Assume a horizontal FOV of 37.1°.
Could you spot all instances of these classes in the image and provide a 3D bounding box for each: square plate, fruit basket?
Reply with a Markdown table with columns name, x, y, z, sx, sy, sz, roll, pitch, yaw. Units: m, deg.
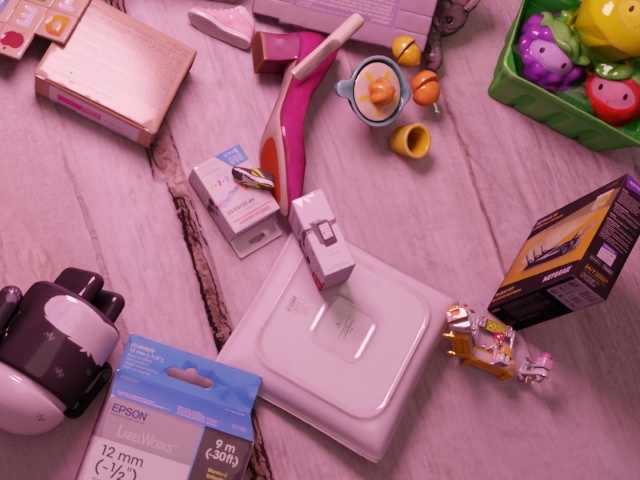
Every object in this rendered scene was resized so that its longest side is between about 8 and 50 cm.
| name | x | y | z | sx | sy | sz | roll | pitch | yaw |
| --- | --- | --- | --- | --- | --- | --- | --- | --- | --- |
| square plate | 0.038 | 0.167 | 1.725 | 0.344 | 0.049 | 0.347 | 30 | 69 | 1 |
| fruit basket | 0.566 | -0.383 | 1.921 | 0.392 | 0.392 | 0.283 | 25 | 68 | -10 |

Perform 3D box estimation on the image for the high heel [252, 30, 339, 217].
| name | x | y | z | sx | sy | sz | roll | pitch | yaw |
| --- | --- | --- | --- | --- | --- | --- | --- | --- | --- |
| high heel | -0.022 | -0.227 | 1.813 | 0.181 | 0.127 | 0.377 | 0 | 79 | -25 |

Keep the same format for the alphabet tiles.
| name | x | y | z | sx | sy | sz | roll | pitch | yaw |
| --- | --- | --- | --- | --- | --- | --- | --- | --- | --- |
| alphabet tiles | -0.539 | -0.486 | 1.720 | 0.285 | 0.011 | 0.342 | 20 | 68 | 8 |

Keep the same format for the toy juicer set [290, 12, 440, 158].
| name | x | y | z | sx | sy | sz | roll | pitch | yaw |
| --- | --- | --- | --- | --- | --- | --- | --- | --- | --- |
| toy juicer set | 0.121 | -0.317 | 1.822 | 0.329 | 0.089 | 0.209 | 32 | 79 | -33 |

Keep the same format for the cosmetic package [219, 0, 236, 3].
| name | x | y | z | sx | sy | sz | roll | pitch | yaw |
| --- | --- | --- | --- | --- | --- | --- | --- | --- | --- |
| cosmetic package | -0.260 | -0.537 | 1.817 | 0.238 | 0.127 | 0.107 | 6 | 73 | -15 |

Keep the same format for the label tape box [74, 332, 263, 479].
| name | x | y | z | sx | sy | sz | roll | pitch | yaw |
| --- | --- | --- | --- | --- | --- | --- | --- | --- | --- |
| label tape box | -0.251 | 0.349 | 1.555 | 0.249 | 0.115 | 0.347 | 21 | 76 | -11 |

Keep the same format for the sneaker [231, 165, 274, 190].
| name | x | y | z | sx | sy | sz | roll | pitch | yaw |
| --- | --- | --- | --- | --- | --- | --- | --- | --- | --- |
| sneaker | -0.122 | -0.118 | 1.729 | 0.083 | 0.031 | 0.035 | 23 | 52 | -18 |

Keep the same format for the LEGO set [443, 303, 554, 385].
| name | x | y | z | sx | sy | sz | roll | pitch | yaw |
| --- | --- | --- | --- | --- | --- | --- | --- | --- | --- |
| LEGO set | 0.311 | 0.172 | 1.799 | 0.287 | 0.132 | 0.107 | 34 | 59 | -31 |

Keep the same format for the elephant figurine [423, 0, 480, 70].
| name | x | y | z | sx | sy | sz | roll | pitch | yaw |
| --- | --- | --- | --- | --- | --- | --- | --- | --- | --- |
| elephant figurine | 0.259 | -0.507 | 1.986 | 0.239 | 0.186 | 0.169 | 59 | 23 | -7 |

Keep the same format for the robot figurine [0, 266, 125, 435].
| name | x | y | z | sx | sy | sz | roll | pitch | yaw |
| --- | --- | --- | --- | --- | --- | --- | --- | --- | --- |
| robot figurine | -0.438 | 0.176 | 1.527 | 0.209 | 0.173 | 0.278 | 33 | 67 | -4 |

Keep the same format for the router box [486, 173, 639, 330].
| name | x | y | z | sx | sy | sz | roll | pitch | yaw |
| --- | --- | --- | --- | --- | --- | --- | --- | --- | --- |
| router box | 0.468 | 0.030 | 1.796 | 0.081 | 0.309 | 0.243 | 38 | 66 | -6 |

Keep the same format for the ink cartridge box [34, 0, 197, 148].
| name | x | y | z | sx | sy | sz | roll | pitch | yaw |
| --- | --- | --- | --- | --- | --- | --- | --- | --- | --- |
| ink cartridge box | -0.372 | -0.308 | 1.732 | 0.235 | 0.088 | 0.193 | 27 | 69 | -9 |

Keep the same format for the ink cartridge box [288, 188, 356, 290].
| name | x | y | z | sx | sy | sz | roll | pitch | yaw |
| --- | --- | --- | --- | --- | --- | --- | --- | --- | --- |
| ink cartridge box | 0.000 | 0.000 | 1.690 | 0.063 | 0.109 | 0.150 | -21 | 75 | -12 |

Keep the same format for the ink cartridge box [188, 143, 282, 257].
| name | x | y | z | sx | sy | sz | roll | pitch | yaw |
| --- | --- | --- | --- | --- | --- | --- | --- | --- | --- |
| ink cartridge box | -0.149 | -0.072 | 1.752 | 0.104 | 0.061 | 0.181 | -32 | 86 | -24 |

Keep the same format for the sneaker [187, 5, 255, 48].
| name | x | y | z | sx | sy | sz | roll | pitch | yaw |
| --- | --- | --- | --- | --- | --- | --- | --- | --- | --- |
| sneaker | -0.188 | -0.431 | 1.852 | 0.134 | 0.051 | 0.070 | 24 | 67 | -14 |

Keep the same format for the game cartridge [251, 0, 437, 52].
| name | x | y | z | sx | sy | sz | roll | pitch | yaw |
| --- | --- | --- | --- | --- | --- | --- | --- | --- | --- |
| game cartridge | 0.059 | -0.514 | 1.874 | 0.355 | 0.068 | 0.230 | 12 | 112 | -6 |
